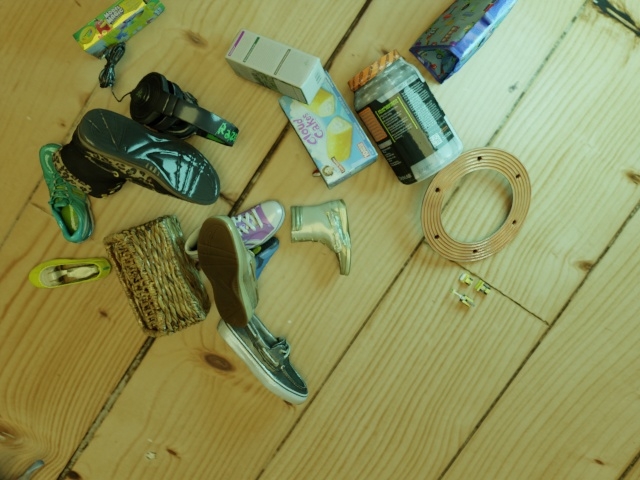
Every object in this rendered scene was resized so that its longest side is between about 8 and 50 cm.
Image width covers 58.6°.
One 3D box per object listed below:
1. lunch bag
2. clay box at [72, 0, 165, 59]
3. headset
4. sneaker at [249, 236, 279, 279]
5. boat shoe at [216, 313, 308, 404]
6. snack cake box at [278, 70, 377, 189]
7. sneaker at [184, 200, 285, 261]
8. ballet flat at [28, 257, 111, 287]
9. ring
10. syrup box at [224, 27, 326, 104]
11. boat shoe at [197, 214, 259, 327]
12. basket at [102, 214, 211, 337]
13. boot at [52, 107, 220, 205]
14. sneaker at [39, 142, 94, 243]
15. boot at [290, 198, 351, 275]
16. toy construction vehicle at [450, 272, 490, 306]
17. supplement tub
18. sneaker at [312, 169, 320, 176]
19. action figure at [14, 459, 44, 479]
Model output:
[{"bbox_3d":[0.370,-0.530,1.416,0.138,0.293,0.221,44,94,-9],"label":"lunch bag"},{"bbox_3d":[-0.504,-0.553,1.443,0.222,0.127,0.053,-37,98,2],"label":"clay box"},{"bbox_3d":[-0.382,-0.359,1.436,0.393,0.243,0.185,22,91,10],"label":"headset"},{"bbox_3d":[-0.190,0.074,1.599,0.209,0.069,0.082,-39,121,0],"label":"sneaker"},{"bbox_3d":[-0.142,0.320,1.606,0.119,0.121,0.335,-44,97,8],"label":"boat shoe"},{"bbox_3d":[0.019,-0.289,1.506,0.152,0.089,0.265,-31,84,1],"label":"snack cake box"},{"bbox_3d":[-0.229,-0.026,1.518,0.282,0.161,0.102,-32,75,1],"label":"sneaker"},{"bbox_3d":[-0.694,0.089,1.558,0.230,0.077,0.077,-8,100,-2],"label":"ballet flat"},{"bbox_3d":[0.430,-0.097,1.582,0.336,0.032,0.337,-6,115,-12],"label":"ring"},{"bbox_3d":[-0.115,-0.443,1.450,0.236,0.093,0.096,27,82,17],"label":"syrup box"},{"bbox_3d":[-0.229,0.067,1.475,0.121,0.110,0.341,12,129,20],"label":"boat shoe"},{"bbox_3d":[-0.450,0.107,1.507,0.222,0.213,0.300,-19,99,-1],"label":"basket"},{"bbox_3d":[-0.474,-0.177,1.452,0.377,0.284,0.138,24,65,-38],"label":"boot"},{"bbox_3d":[-0.673,-0.125,1.509,0.106,0.110,0.276,-16,99,-1],"label":"sneaker"},{"bbox_3d":[0.000,0.000,1.588,0.164,0.077,0.214,-7,94,-3],"label":"boot"},{"bbox_3d":[0.439,0.147,1.659,0.098,0.035,0.086,37,95,-8],"label":"toy construction vehicle"},{"bbox_3d":[0.217,-0.321,1.491,0.193,0.193,0.316,-33,100,2],"label":"supplement tub"},{"bbox_3d":[0.024,-0.221,1.571,0.118,0.042,0.067,-23,104,-7],"label":"sneaker"},{"bbox_3d":[-0.993,0.713,1.594,0.341,0.178,0.330,28,87,-9],"label":"action figure"}]
